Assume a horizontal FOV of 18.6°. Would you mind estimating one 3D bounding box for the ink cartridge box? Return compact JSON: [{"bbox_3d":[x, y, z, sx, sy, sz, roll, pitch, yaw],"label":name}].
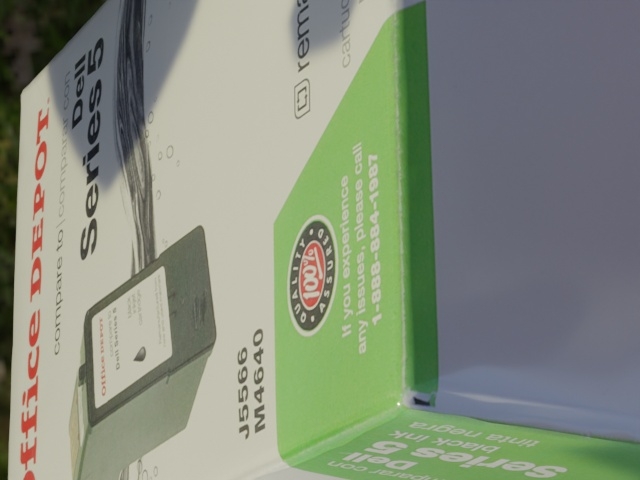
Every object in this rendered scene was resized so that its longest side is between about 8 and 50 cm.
[{"bbox_3d":[0.000,0.000,0.612,0.115,0.198,0.273,10,156,-27],"label":"ink cartridge box"}]
